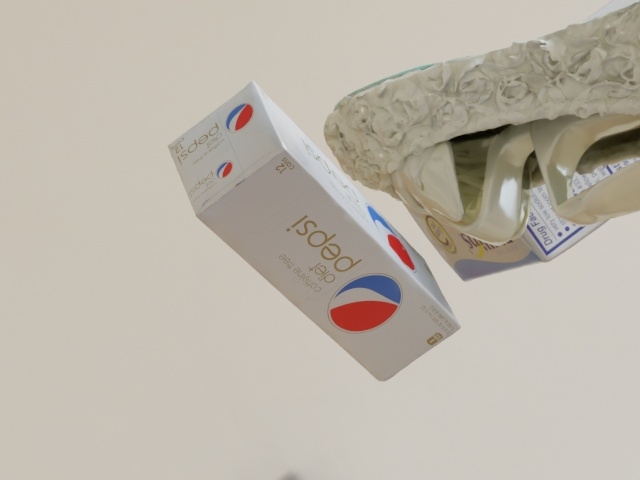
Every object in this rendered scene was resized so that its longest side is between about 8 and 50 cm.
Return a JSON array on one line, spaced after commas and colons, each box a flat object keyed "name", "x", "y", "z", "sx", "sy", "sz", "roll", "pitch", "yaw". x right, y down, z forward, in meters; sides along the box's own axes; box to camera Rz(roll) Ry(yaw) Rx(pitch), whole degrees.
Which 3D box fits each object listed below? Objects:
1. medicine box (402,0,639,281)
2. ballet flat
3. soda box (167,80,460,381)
[{"name": "medicine box", "x": 0.233, "y": -0.105, "z": 1.462, "sx": 0.289, "sy": 0.149, "sz": 0.263, "roll": -35, "pitch": 1, "yaw": -11}, {"name": "ballet flat", "x": 0.147, "y": -0.070, "z": 1.096, "sx": 0.409, "sy": 0.147, "sz": 0.147, "roll": -16, "pitch": 11, "yaw": 46}, {"name": "soda box", "x": 0.000, "y": 0.000, "z": 1.003, "sx": 0.069, "sy": 0.074, "sz": 0.216, "roll": -37, "pitch": -47, "yaw": 11}]
